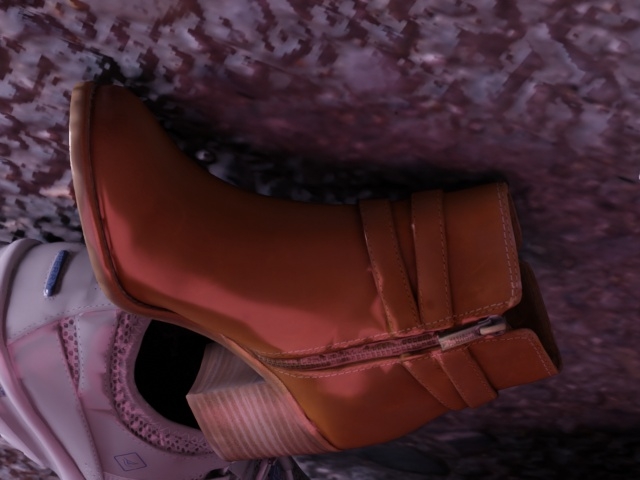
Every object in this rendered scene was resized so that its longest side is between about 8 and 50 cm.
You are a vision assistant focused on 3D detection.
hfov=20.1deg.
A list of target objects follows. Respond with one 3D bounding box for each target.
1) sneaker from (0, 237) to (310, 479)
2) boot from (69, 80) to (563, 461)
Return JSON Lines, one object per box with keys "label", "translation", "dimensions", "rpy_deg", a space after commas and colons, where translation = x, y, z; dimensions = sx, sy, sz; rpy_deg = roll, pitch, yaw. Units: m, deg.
{"label": "sneaker", "translation": [-0.058, 0.099, 0.852], "dimensions": [0.115, 0.105, 0.281], "rpy_deg": [-7, 145, 29]}
{"label": "boot", "translation": [0.000, 0.000, 0.708], "dimensions": [0.152, 0.073, 0.197], "rpy_deg": [-15, 128, 18]}
